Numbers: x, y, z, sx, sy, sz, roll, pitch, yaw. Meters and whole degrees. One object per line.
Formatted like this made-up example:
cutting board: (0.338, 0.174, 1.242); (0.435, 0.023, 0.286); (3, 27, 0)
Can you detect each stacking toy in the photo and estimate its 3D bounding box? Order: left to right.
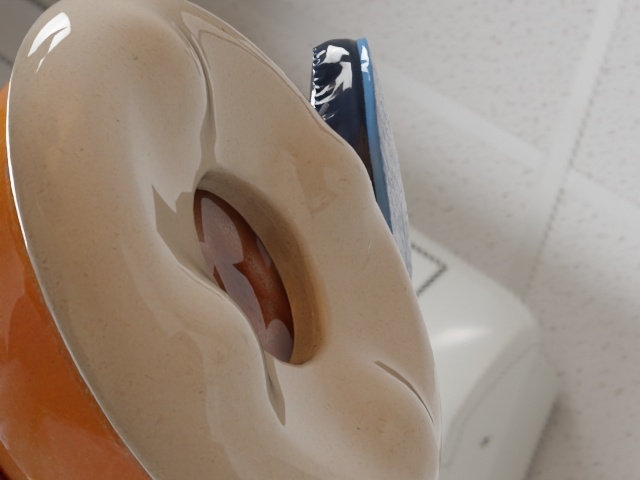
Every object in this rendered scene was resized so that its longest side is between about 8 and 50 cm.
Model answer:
stacking toy: (-0.202, 0.101, 0.963); (0.480, 0.351, 0.350); (-27, -101, 23)

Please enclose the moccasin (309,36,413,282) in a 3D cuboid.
moccasin: (0.000, 0.000, 1.163); (0.117, 0.137, 0.342); (-8, -124, 11)
